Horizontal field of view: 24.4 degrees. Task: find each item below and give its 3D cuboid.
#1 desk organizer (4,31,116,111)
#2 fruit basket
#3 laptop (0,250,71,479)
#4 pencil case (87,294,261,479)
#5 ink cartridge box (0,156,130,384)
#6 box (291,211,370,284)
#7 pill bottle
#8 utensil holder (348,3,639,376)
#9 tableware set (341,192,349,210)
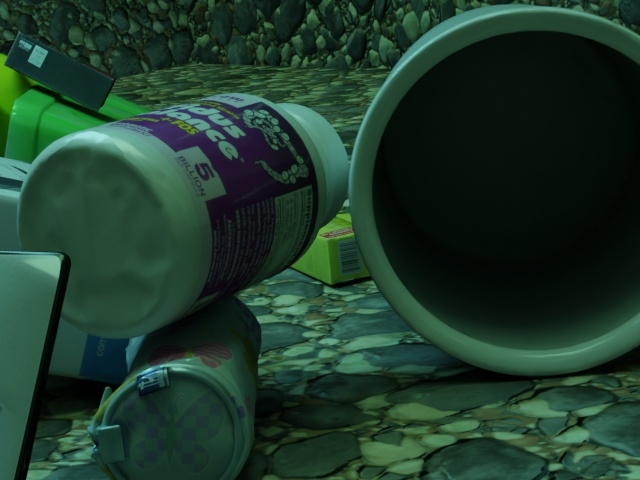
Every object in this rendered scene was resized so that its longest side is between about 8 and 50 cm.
[{"bbox_3d":[-0.325,-0.213,1.860,0.130,0.047,0.050,27,9,-5],"label":"desk organizer"},{"bbox_3d":[-0.397,-0.107,1.928,0.392,0.283,0.392,9,13,-2],"label":"fruit basket"},{"bbox_3d":[-0.413,0.162,0.932,0.381,0.408,0.236,1,-19,26],"label":"laptop"},{"bbox_3d":[-0.112,0.120,1.218,0.124,0.114,0.273,-20,12,5],"label":"pencil case"},{"bbox_3d":[-0.343,0.007,1.430,0.394,0.166,0.285,11,7,-20],"label":"ink cartridge box"},{"bbox_3d":[0.000,0.000,1.797,0.087,0.058,0.232,-11,14,-21],"label":"box"},{"bbox_3d":[-0.099,-0.034,1.249,0.169,0.169,0.301,2,14,29],"label":"pill bottle"},{"bbox_3d":[0.196,-0.074,1.470,0.327,0.328,0.385,-5,10,3],"label":"utensil holder"},{"bbox_3d":[-0.062,-0.058,1.861,0.194,0.039,0.128,-7,13,1],"label":"tableware set"}]
